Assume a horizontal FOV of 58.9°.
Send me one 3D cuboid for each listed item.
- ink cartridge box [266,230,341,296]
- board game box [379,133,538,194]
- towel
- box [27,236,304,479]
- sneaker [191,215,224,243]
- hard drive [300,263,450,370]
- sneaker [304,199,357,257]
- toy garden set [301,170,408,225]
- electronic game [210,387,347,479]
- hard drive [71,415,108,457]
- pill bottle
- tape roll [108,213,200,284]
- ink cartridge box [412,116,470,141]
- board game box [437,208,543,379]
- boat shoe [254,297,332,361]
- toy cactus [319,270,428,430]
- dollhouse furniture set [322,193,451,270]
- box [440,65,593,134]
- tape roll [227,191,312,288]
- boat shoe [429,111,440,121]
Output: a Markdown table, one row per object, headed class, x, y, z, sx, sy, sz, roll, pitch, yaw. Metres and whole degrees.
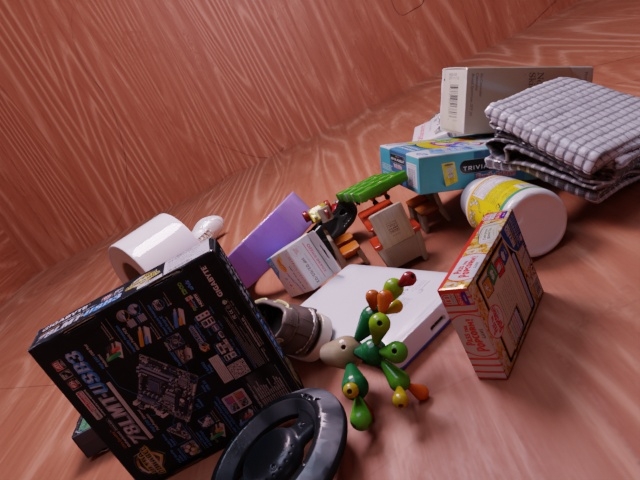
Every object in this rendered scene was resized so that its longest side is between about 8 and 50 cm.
| class | x | y | z | sx | sy | sz | roll | pitch | yaw |
| --- | --- | --- | --- | --- | --- | --- | --- | --- | --- |
| ink cartridge box | -0.039 | 0.052 | 1.196 | 0.062 | 0.104 | 0.181 | -36 | 3 | -25 |
| board game box | 0.327 | -0.179 | 1.230 | 0.336 | 0.079 | 0.254 | -9 | 16 | -10 |
| towel | 0.457 | -0.179 | 1.004 | 0.284 | 0.121 | 0.235 | -26 | 45 | -30 |
| box | -0.215 | 0.190 | 0.852 | 0.293 | 0.295 | 0.073 | -29 | 20 | 1 |
| sneaker | -0.427 | 0.004 | 1.999 | 0.232 | 0.090 | 0.115 | -41 | 27 | -10 |
| hard drive | 0.090 | 0.122 | 1.005 | 0.210 | 0.040 | 0.319 | -38 | 21 | -28 |
| sneaker | 0.000 | 0.000 | 1.403 | 0.227 | 0.087 | 0.130 | -51 | -3 | -9 |
| toy garden set | 0.070 | -0.082 | 1.237 | 0.204 | 0.049 | 0.244 | -27 | 8 | -6 |
| electronic game | -0.060 | 0.289 | 0.740 | 0.229 | 0.048 | 0.229 | -34 | 21 | 15 |
| hard drive | -0.362 | 0.280 | 1.185 | 0.237 | 0.064 | 0.339 | -29 | 18 | -2 |
| pill bottle | 0.331 | -0.053 | 1.010 | 0.118 | 0.117 | 0.208 | -28 | 19 | -1 |
| tape roll | -0.439 | 0.070 | 1.567 | 0.169 | 0.246 | 0.246 | -41 | 22 | -32 |
| ink cartridge box | 0.394 | -0.284 | 1.537 | 0.273 | 0.114 | 0.198 | -20 | 20 | 21 |
| board game box | 0.239 | 0.068 | 0.773 | 0.045 | 0.146 | 0.193 | -11 | 25 | 41 |
| boat shoe | -0.114 | 0.159 | 1.039 | 0.324 | 0.097 | 0.116 | -7 | 60 | 53 |
| toy cactus | 0.069 | 0.156 | 0.802 | 0.181 | 0.112 | 0.218 | -20 | 57 | 55 |
| dollhouse furniture set | 0.139 | -0.040 | 1.216 | 0.262 | 0.135 | 0.259 | -27 | 18 | 1 |
| box | 0.439 | -0.320 | 1.281 | 0.311 | 0.147 | 0.121 | -6 | 17 | -13 |
| tape roll | -0.135 | 0.004 | 1.419 | 0.275 | 0.090 | 0.275 | -44 | 5 | 5 |
| boat shoe | 0.474 | -0.400 | 1.760 | 0.302 | 0.113 | 0.103 | -30 | 17 | 28 |
